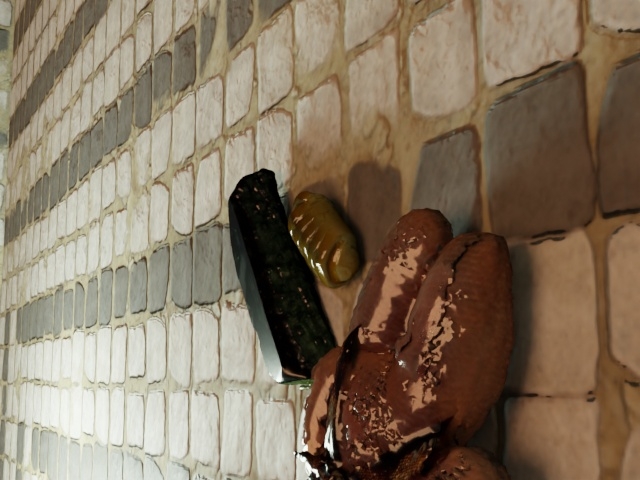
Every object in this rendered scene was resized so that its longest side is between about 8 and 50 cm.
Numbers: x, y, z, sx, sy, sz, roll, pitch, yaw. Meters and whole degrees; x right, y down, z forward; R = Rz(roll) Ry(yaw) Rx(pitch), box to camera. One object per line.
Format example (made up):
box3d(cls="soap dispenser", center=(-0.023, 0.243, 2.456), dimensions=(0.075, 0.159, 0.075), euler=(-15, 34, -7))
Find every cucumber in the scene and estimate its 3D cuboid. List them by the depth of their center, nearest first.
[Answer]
box3d(cls="cucumber", center=(-0.039, 0.039, 0.718), dimensions=(0.070, 0.046, 0.220), euler=(112, 148, -45))

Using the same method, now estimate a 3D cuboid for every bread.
box3d(cls="bread", center=(0.000, 0.000, 0.656), dimensions=(0.088, 0.034, 0.049), euler=(-121, 37, -47))

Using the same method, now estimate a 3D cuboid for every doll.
box3d(cls="doll", center=(0.009, 0.127, 0.501), dimensions=(0.201, 0.156, 0.303), euler=(-152, 73, -67))
